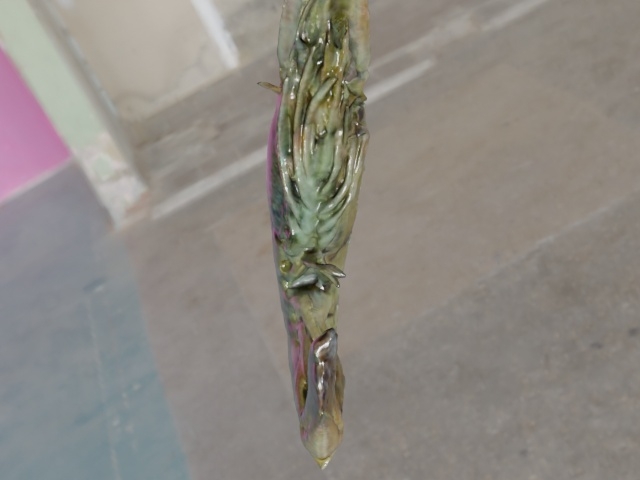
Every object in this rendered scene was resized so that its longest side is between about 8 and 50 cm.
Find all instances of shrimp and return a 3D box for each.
[{"bbox_3d":[0.000,0.000,0.619,0.058,0.296,0.169,-3,45,-5],"label":"shrimp"}]
